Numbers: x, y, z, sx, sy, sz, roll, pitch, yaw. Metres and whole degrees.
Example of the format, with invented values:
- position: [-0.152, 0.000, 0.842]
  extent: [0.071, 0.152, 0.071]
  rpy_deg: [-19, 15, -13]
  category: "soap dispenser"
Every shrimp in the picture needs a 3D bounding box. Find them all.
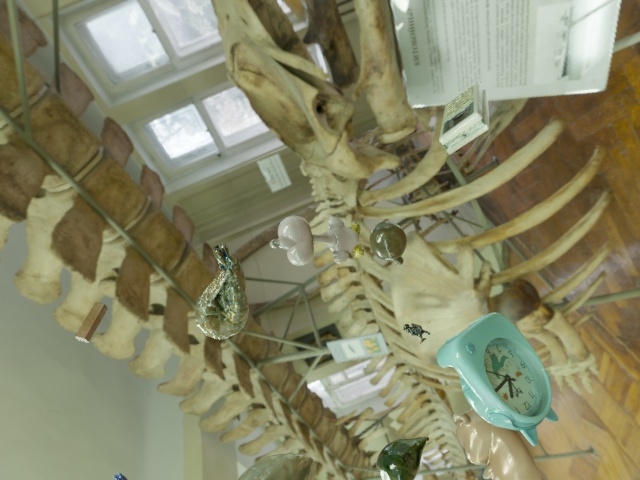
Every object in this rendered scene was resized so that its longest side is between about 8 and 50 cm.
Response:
- position: [-0.397, 0.213, 1.687]
  extent: [0.110, 0.221, 0.446]
  rpy_deg: [43, 135, 53]
  category: "shrimp"

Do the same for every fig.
- position: [0.231, 0.588, 1.148]
  extent: [0.117, 0.177, 0.117]
  rpy_deg: [31, 141, 29]
  category: "fig"

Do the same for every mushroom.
- position: [-0.142, 0.599, 0.979]
  extent: [0.350, 0.128, 0.128]
  rpy_deg: [-13, -103, -46]
  category: "mushroom"

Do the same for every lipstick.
- position: [-0.871, 0.311, 1.596]
  extent: [0.045, 0.045, 0.145]
  rpy_deg: [105, -179, -55]
  category: "lipstick"

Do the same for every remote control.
- position: [0.351, -0.306, 1.021]
  extent: [0.055, 0.103, 0.277]
  rpy_deg: [47, -144, -14]
  category: "remote control"

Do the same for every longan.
- position: [0.304, 0.014, 1.828]
  extent: [0.185, 0.159, 0.204]
  rpy_deg: [-23, -96, -60]
  category: "longan"

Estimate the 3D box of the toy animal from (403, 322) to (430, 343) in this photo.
- position: [0.407, 0.386, 1.782]
  extent: [0.108, 0.062, 0.220]
  rpy_deg: [37, 169, 18]
  category: "toy animal"

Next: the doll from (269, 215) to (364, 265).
- position: [0.000, 0.000, 1.341]
  extent: [0.094, 0.365, 0.160]
  rpy_deg: [-19, 76, 53]
  category: "doll"

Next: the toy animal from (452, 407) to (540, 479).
- position: [0.486, 0.581, 1.162]
  extent: [0.250, 0.154, 0.166]
  rpy_deg: [44, -176, 36]
  category: "toy animal"

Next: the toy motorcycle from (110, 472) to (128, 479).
- position: [-0.681, 0.932, 1.449]
  extent: [0.169, 0.113, 0.315]
  rpy_deg: [-54, -32, -51]
  category: "toy motorcycle"

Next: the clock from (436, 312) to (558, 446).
- position: [0.415, 0.318, 0.959]
  extent: [0.274, 0.223, 0.094]
  rpy_deg: [59, 143, 18]
  category: "clock"
